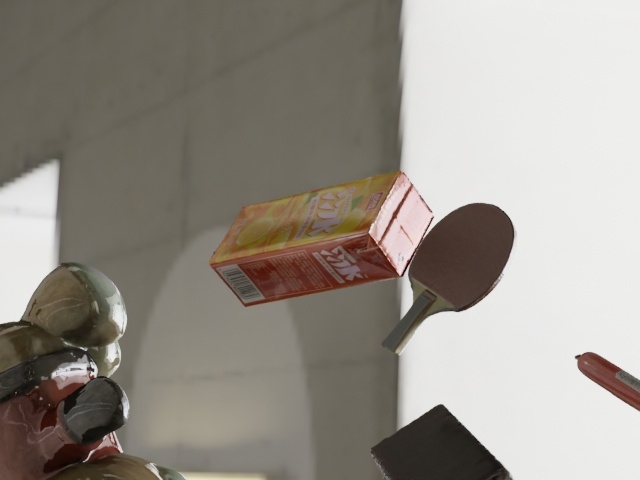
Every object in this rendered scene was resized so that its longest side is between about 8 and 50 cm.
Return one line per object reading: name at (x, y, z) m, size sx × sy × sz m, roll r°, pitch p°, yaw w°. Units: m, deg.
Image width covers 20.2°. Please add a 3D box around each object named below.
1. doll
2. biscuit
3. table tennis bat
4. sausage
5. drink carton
doll at (-0.186, 0.186, 1.349) m, size 0.330 × 0.174 × 0.235 m, roll 65°, pitch -24°, yaw 18°
biscuit at (0.133, 0.256, 1.910) m, size 0.073 × 0.107 × 0.388 m, roll 59°, pitch -2°, yaw -6°
table tennis bat at (0.151, 0.048, 2.168) m, size 0.220 × 0.019 × 0.130 m, roll -52°, pitch -135°, yaw -4°
sausage at (0.364, 0.179, 1.959) m, size 0.253 × 0.034 × 0.034 m, roll 32°, pitch -63°, yaw 45°
drink carton at (0.000, 0.000, 1.846) m, size 0.223 × 0.071 × 0.096 m, roll -12°, pitch -144°, yaw 41°
